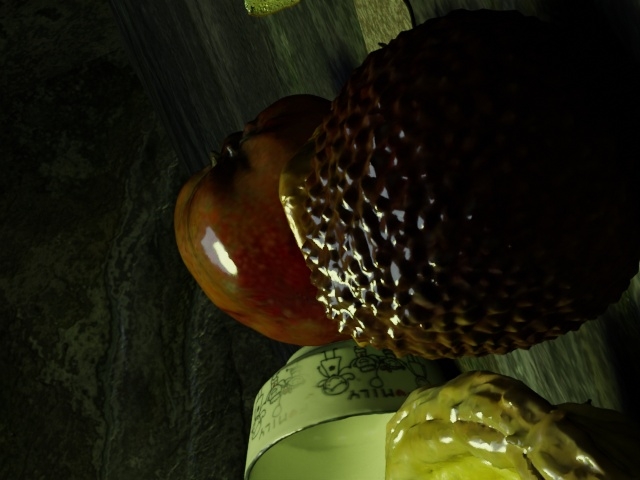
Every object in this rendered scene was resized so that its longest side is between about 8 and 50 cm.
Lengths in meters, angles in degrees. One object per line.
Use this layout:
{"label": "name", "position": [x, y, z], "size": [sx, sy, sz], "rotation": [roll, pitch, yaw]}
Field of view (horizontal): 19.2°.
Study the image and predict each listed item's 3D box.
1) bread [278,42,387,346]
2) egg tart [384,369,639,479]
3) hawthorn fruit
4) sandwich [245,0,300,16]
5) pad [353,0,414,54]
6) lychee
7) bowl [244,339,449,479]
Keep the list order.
{"label": "bread", "position": [0.044, -0.041, 1.207], "size": [0.139, 0.077, 0.271], "rotation": [63, -160, -11]}
{"label": "egg tart", "position": [0.171, 0.220, 1.172], "size": [0.345, 0.132, 0.345], "rotation": [47, 150, 38]}
{"label": "hawthorn fruit", "position": [0.000, 0.000, 1.687], "size": [0.248, 0.208, 0.208], "rotation": [42, 176, -9]}
{"label": "sandwich", "position": [-0.034, -0.230, 1.717], "size": [0.044, 0.083, 0.031], "rotation": [10, 134, 25]}
{"label": "pad", "position": [0.061, -0.129, 1.478], "size": [0.158, 0.003, 0.235], "rotation": [-122, 10, -47]}
{"label": "lychee", "position": [0.078, -0.028, 1.001], "size": [0.194, 0.194, 0.194], "rotation": [156, 90, -83]}
{"label": "bowl", "position": [0.033, 0.177, 1.891], "size": [0.238, 0.237, 0.126], "rotation": [76, -178, -56]}
